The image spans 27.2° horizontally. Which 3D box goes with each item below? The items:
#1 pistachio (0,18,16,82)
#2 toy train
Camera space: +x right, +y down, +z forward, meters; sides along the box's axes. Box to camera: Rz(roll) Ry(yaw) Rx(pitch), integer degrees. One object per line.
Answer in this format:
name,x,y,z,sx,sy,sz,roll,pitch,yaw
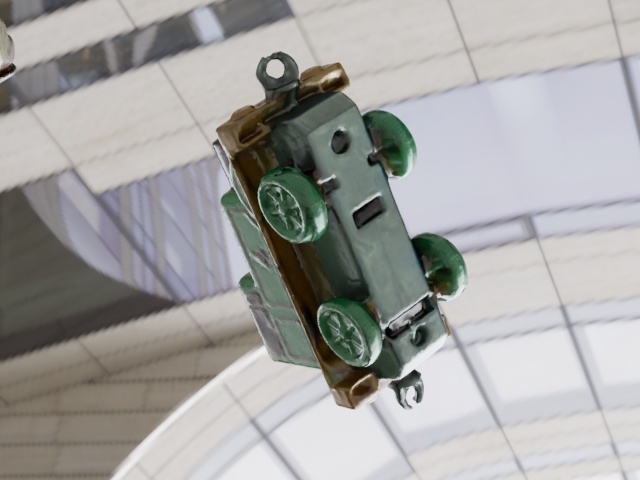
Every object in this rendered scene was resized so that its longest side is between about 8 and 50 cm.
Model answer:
pistachio,-0.201,-0.116,0.620,0.090,0.173,0.049,2,-115,27
toy train,0.000,0.000,0.773,0.091,0.227,0.136,-35,-161,-33
